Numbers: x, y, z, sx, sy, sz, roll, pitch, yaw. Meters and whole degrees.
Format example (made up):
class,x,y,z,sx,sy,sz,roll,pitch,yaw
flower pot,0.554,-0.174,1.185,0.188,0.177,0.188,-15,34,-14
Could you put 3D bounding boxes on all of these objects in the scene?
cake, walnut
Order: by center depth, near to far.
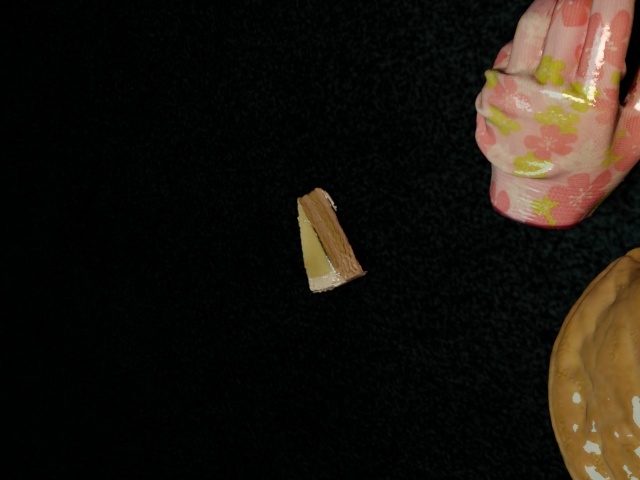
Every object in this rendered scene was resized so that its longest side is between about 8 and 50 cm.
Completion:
class,x,y,z,sx,sy,sz,roll,pitch,yaw
walnut,0.275,0.111,0.646,0.228,0.228,0.228,19,116,44
cake,0.000,0.000,1.042,0.065,0.052,0.121,-33,78,51

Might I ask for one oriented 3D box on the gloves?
class,x,y,z,sx,sy,sz,roll,pitch,yaw
gloves,0.209,-0.134,0.710,0.145,0.126,0.241,36,135,43
